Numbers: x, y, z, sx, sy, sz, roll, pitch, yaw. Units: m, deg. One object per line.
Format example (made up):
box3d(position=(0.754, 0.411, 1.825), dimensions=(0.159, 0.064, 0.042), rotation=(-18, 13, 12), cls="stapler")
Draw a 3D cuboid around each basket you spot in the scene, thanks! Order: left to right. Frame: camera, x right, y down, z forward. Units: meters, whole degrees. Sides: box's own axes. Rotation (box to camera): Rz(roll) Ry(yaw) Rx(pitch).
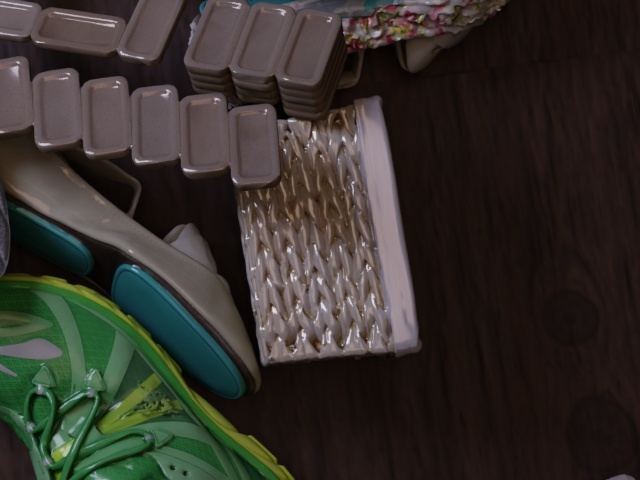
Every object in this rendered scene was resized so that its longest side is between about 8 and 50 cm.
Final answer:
box3d(position=(0.000, 0.000, 1.091), dimensions=(0.103, 0.113, 0.167), rotation=(-8, 86, -3), cls="basket")

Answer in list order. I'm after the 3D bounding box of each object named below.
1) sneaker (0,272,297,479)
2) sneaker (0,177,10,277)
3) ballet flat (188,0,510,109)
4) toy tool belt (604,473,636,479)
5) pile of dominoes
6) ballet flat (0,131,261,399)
box3d(position=(-0.131, 0.128, 1.050), dimensions=(0.295, 0.123, 0.109), rotation=(37, 117, -1), cls="sneaker")
box3d(position=(-0.280, -0.067, 1.047), dimensions=(0.091, 0.094, 0.258), rotation=(-37, 75, 31), cls="sneaker")
box3d(position=(0.031, -0.145, 1.131), dimensions=(0.241, 0.091, 0.077), rotation=(-12, 117, -3), cls="ballet flat")
box3d(position=(0.208, 0.186, 1.132), dimensions=(0.083, 0.052, 0.051), rotation=(-31, 120, -4), cls="toy tool belt")
box3d(position=(-0.114, -0.121, 1.057), dimensions=(0.251, 0.040, 0.196), rotation=(11, 59, 13), cls="pile of dominoes")
box3d(position=(-0.125, 0.003, 1.098), dimensions=(0.248, 0.086, 0.086), rotation=(37, 83, -1), cls="ballet flat")
